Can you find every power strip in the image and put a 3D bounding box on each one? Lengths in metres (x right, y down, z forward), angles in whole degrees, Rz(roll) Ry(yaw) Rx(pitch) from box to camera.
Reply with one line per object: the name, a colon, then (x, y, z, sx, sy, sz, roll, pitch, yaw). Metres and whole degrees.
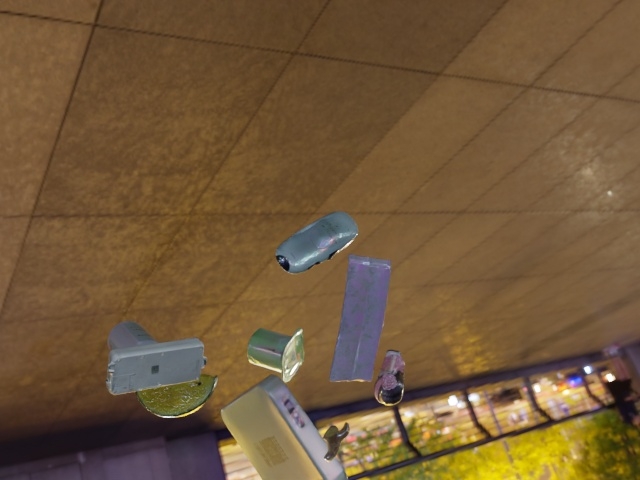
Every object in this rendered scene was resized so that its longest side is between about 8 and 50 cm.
power strip: (-0.300, 0.230, 1.260, 0.192, 0.035, 0.081, -4, 113, -36)

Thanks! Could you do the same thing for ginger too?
ginger: (0.028, 0.447, 1.543, 0.097, 0.048, 0.030, -60, 168, -5)

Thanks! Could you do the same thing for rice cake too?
rice cake: (0.094, 0.185, 1.594, 0.106, 0.297, 0.050, 9, -176, 1)

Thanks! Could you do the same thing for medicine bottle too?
medicine bottle: (-0.451, 0.301, 1.752, 0.110, 0.110, 0.352, -5, -168, -29)

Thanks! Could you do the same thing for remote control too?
remote control: (-0.001, 0.001, 1.588, 0.256, 0.097, 0.045, -35, 171, -38)

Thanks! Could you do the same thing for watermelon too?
watermelon: (-0.311, 0.332, 1.447, 0.182, 0.092, 0.075, 4, -161, 9)

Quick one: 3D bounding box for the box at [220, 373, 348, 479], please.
box: (-0.114, 0.587, 1.987, 0.090, 0.367, 0.373, -30, 173, -36)

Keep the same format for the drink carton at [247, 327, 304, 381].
drink carton: (-0.146, 0.351, 2.173, 0.142, 0.144, 0.146, 13, 123, 21)

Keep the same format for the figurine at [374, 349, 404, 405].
figurine: (0.134, 0.250, 1.275, 0.054, 0.129, 0.072, 17, 118, 7)
